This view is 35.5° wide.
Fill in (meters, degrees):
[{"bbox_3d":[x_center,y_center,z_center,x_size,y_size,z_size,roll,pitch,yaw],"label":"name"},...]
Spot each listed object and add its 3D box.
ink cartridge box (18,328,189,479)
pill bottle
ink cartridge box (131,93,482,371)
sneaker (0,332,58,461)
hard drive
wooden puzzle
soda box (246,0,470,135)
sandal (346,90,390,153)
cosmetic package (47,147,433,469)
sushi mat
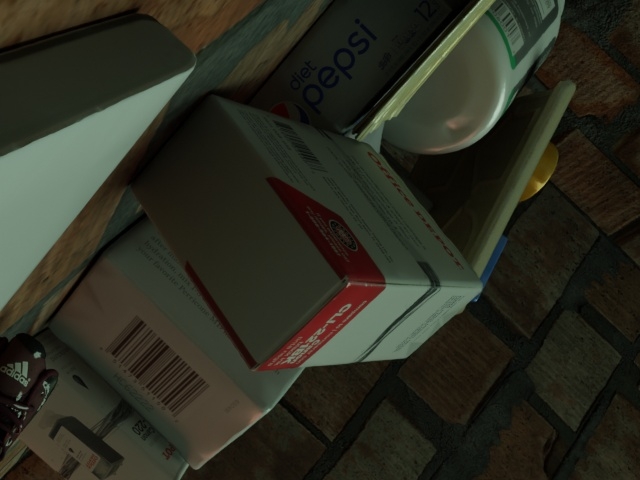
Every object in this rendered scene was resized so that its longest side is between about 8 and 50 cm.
[{"bbox_3d":[-0.242,0.196,1.103,0.092,0.218,0.158,-46,-179,11],"label":"ink cartridge box"},{"bbox_3d":[0.185,-0.265,1.266,0.204,0.204,0.361,-45,-179,38],"label":"pill bottle"},{"bbox_3d":[0.000,0.000,0.873,0.114,0.197,0.273,-45,156,21],"label":"ink cartridge box"},{"bbox_3d":[-0.274,0.139,0.763,0.162,0.106,0.281,-52,-167,-11],"label":"sneaker"},{"bbox_3d":[-0.194,0.035,0.453,0.307,0.040,0.203,-46,-179,28],"label":"hard drive"},{"bbox_3d":[0.186,-0.038,1.320,0.322,0.080,0.348,-60,-164,-14],"label":"wooden puzzle"},{"bbox_3d":[0.014,-0.160,0.997,0.286,0.091,0.098,-46,180,26],"label":"soda box"},{"bbox_3d":[0.015,-0.119,1.124,0.102,0.265,0.076,-4,-167,-40],"label":"sandal"},{"bbox_3d":[-0.071,0.021,1.173,0.161,0.230,0.453,-44,-179,41],"label":"cosmetic package"},{"bbox_3d":[0.149,-0.221,0.948,0.316,0.019,0.151,-47,179,28],"label":"sushi mat"}]
